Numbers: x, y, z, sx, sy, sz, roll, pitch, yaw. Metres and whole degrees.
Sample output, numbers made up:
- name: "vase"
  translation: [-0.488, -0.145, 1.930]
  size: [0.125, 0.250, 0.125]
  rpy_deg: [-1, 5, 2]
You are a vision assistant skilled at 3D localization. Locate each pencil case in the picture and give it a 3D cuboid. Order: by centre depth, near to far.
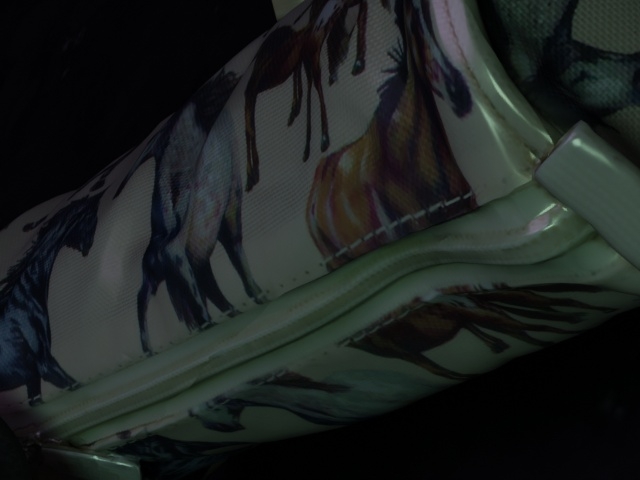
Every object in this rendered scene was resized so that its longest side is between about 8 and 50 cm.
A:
- name: "pencil case"
  translation: [0.000, 0.000, 0.562]
  size: [0.410, 0.160, 0.183]
  rpy_deg: [-29, 30, 51]

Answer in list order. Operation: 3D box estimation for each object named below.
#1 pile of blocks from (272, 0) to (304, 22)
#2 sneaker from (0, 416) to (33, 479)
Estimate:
- name: "pile of blocks"
  translation: [0.006, -0.246, 0.900]
  size: [0.113, 0.149, 0.362]
  rpy_deg: [-13, 49, 2]
- name: "sneaker"
  translation: [-0.133, 0.171, 0.559]
  size: [0.314, 0.116, 0.136]
  rpy_deg: [35, 130, 26]
